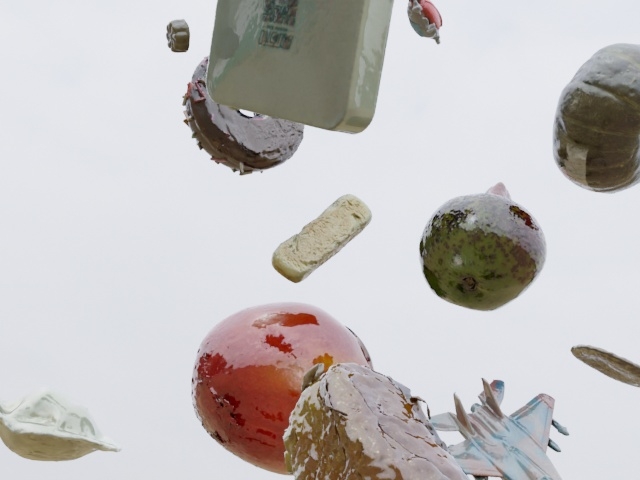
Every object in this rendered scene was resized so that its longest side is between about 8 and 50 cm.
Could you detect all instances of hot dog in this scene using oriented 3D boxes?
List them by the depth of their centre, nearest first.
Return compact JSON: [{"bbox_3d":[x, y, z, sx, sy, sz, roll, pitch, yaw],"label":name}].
[{"bbox_3d":[0.000,0.000,2.056,0.084,0.242,0.073,45,-29,8],"label":"hot dog"}]

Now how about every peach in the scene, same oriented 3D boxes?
[{"bbox_3d":[-0.078,0.297,2.062,0.370,0.370,0.370,12,-27,6],"label":"peach"}]

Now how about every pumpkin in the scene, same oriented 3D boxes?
[{"bbox_3d":[0.488,-0.214,1.738,0.189,0.260,0.260,31,-16,32],"label":"pumpkin"}]

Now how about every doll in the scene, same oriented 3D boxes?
[{"bbox_3d":[0.123,-0.274,1.255,0.057,0.039,0.114,52,-3,41],"label":"doll"}]

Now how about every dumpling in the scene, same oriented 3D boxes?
[{"bbox_3d":[-0.473,0.329,1.812,0.252,0.131,0.179,25,-12,0],"label":"dumpling"}]

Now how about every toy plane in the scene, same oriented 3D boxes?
[{"bbox_3d":[0.291,0.330,1.490,0.222,0.326,0.104,-25,-43,-16],"label":"toy plane"}]

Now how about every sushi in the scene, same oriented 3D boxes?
[{"bbox_3d":[0.046,0.229,0.939,0.166,0.296,0.179,12,-64,-41],"label":"sushi"}]

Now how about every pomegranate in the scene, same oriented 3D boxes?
[{"bbox_3d":[0.279,-0.005,1.731,0.214,0.248,0.214,16,-39,14],"label":"pomegranate"}]

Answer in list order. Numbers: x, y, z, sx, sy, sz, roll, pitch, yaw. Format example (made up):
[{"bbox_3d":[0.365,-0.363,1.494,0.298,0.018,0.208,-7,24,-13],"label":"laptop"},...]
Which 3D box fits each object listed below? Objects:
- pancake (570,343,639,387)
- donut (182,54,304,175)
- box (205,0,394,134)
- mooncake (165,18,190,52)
[{"bbox_3d":[0.623,0.268,2.209,0.199,0.021,0.199,27,-12,6],"label":"pancake"},{"bbox_3d":[-0.154,-0.253,2.059,0.269,0.270,0.103,27,-36,-24],"label":"donut"},{"bbox_3d":[-0.032,-0.376,1.687,0.090,0.373,0.367,-2,15,-43],"label":"box"},{"bbox_3d":[-0.269,-0.475,1.697,0.150,0.057,0.347,6,-57,58],"label":"mooncake"}]
